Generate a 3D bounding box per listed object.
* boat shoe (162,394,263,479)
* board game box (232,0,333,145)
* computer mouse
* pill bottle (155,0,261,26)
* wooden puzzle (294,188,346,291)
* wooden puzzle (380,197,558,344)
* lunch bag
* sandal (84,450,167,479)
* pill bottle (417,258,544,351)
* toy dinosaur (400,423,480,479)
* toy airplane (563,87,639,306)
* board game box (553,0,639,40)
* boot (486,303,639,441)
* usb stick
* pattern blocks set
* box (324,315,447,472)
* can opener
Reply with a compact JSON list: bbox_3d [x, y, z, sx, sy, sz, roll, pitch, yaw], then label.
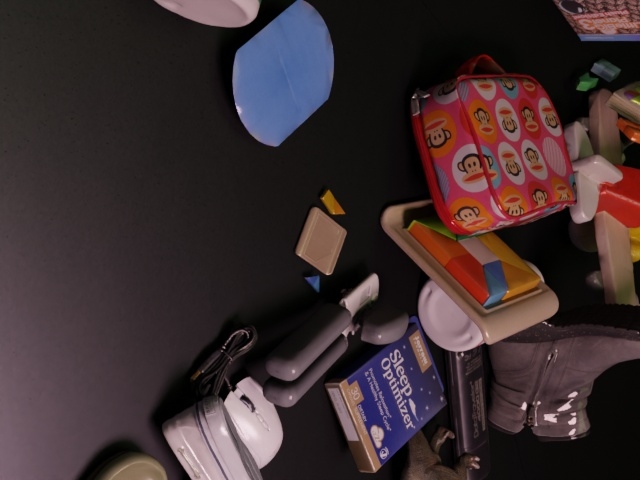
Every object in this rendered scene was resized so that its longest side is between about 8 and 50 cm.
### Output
[{"bbox_3d":[-0.113,0.270,1.027,0.075,0.083,0.226,-19,117,0],"label":"boat shoe"},{"bbox_3d":[-0.050,-0.193,1.045,0.169,0.033,0.133,-47,136,-29],"label":"board game box"},{"bbox_3d":[-0.083,0.199,1.068,0.106,0.042,0.193,-49,132,-35],"label":"computer mouse"},{"bbox_3d":[-0.094,-0.330,0.895,0.117,0.117,0.208,23,79,-51],"label":"pill bottle"},{"bbox_3d":[0.000,0.000,1.159,0.078,0.014,0.116,43,63,-41],"label":"wooden puzzle"},{"bbox_3d":[0.223,0.027,1.298,0.221,0.239,0.044,-12,146,-50],"label":"wooden puzzle"},{"bbox_3d":[0.258,-0.149,1.334,0.293,0.120,0.258,-9,81,-50],"label":"lunch bag"},{"bbox_3d":[-0.231,0.350,0.878,0.120,0.086,0.303,46,62,-45],"label":"sandal"},{"bbox_3d":[0.259,0.090,1.410,0.221,0.124,0.124,-12,106,-51],"label":"pill bottle"},{"bbox_3d":[0.176,0.381,1.366,0.160,0.121,0.314,-36,126,-50],"label":"toy dinosaur"},{"bbox_3d":[0.534,-0.055,1.654,0.386,0.272,0.384,-36,86,-31],"label":"toy airplane"},{"bbox_3d":[0.517,-0.469,1.537,0.291,0.232,0.141,28,76,-50],"label":"board game box"},{"bbox_3d":[0.441,0.225,1.507,0.118,0.338,0.223,-30,117,-59],"label":"boot"},{"bbox_3d":[0.242,0.277,1.487,0.077,0.045,0.278,-24,116,-39],"label":"usb stick"},{"bbox_3d":[0.628,-0.233,1.666,0.285,0.324,0.026,-45,162,-51],"label":"pattern blocks set"},{"bbox_3d":[0.108,0.209,1.287,0.225,0.036,0.136,-32,104,-45],"label":"box"},{"bbox_3d":[0.025,0.119,1.132,0.280,0.093,0.074,-31,132,-54],"label":"can opener"}]
